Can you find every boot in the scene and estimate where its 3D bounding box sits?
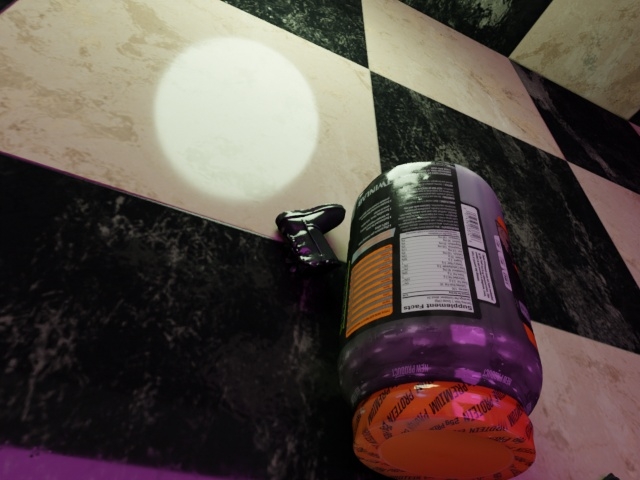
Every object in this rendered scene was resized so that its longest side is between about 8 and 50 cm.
[{"bbox_3d":[0.000,0.000,0.643,0.121,0.045,0.099,-10,55,-29],"label":"boot"}]

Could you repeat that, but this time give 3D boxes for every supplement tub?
[{"bbox_3d":[0.128,0.079,0.529,0.207,0.207,0.338,22,44,-13],"label":"supplement tub"}]

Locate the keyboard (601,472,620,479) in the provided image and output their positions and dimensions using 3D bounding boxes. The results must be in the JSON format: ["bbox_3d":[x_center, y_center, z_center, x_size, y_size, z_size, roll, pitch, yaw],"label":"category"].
[{"bbox_3d":[0.348,0.365,0.542,0.180,0.023,0.108,-6,49,-34],"label":"keyboard"}]
